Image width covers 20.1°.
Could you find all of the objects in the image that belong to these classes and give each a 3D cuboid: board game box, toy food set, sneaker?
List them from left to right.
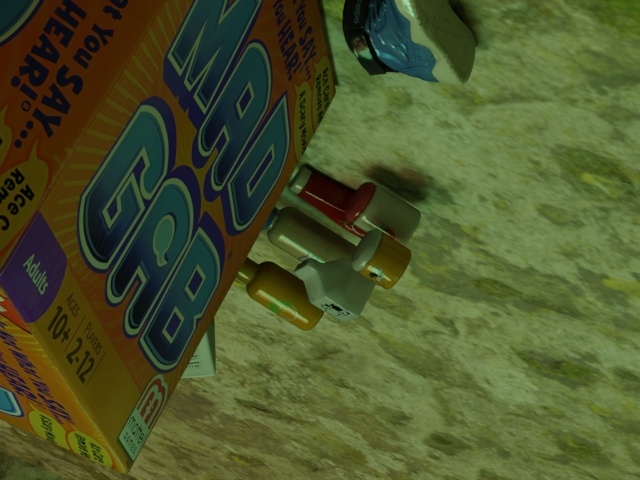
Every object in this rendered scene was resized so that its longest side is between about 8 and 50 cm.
[{"bbox_3d":[-0.240,-0.111,1.269,0.356,0.356,0.356,22,159,17],"label":"board game box"},{"bbox_3d":[0.000,0.000,1.585,0.104,0.111,0.232,32,162,-11],"label":"toy food set"},{"bbox_3d":[0.046,-0.157,1.226,0.085,0.058,0.152,8,160,25],"label":"sneaker"}]

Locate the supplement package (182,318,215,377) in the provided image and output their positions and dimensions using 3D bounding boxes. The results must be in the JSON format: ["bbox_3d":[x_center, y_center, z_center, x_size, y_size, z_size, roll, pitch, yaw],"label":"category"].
[{"bbox_3d":[-0.202,-0.004,1.619,0.198,0.199,0.262,-4,157,-1],"label":"supplement package"}]
